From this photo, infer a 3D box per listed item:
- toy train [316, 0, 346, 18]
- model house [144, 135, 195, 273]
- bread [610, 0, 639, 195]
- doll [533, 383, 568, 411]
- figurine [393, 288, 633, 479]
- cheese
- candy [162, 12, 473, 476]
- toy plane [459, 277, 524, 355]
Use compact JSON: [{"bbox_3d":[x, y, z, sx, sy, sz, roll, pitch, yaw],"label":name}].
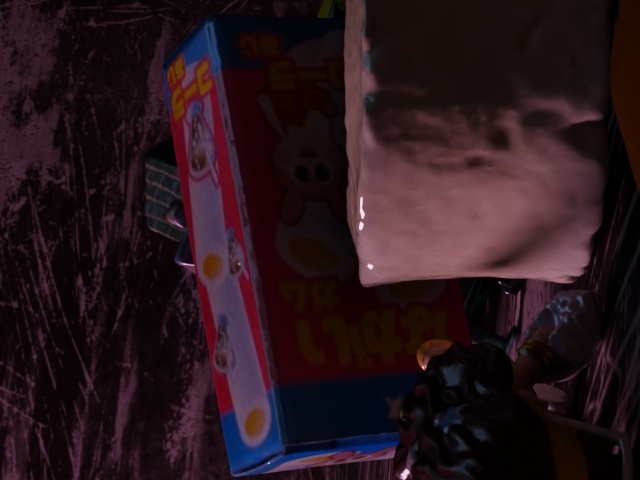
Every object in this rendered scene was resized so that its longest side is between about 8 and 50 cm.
[{"bbox_3d":[0.074,-0.196,1.588,0.188,0.159,0.271,-85,13,-49],"label":"toy train"},{"bbox_3d":[-0.048,-0.034,1.487,0.183,0.172,0.166,21,88,54],"label":"model house"},{"bbox_3d":[0.155,-0.038,0.606,0.361,0.077,0.138,-88,6,-61],"label":"bread"},{"bbox_3d":[0.132,0.132,1.159,0.058,0.040,0.085,-71,-9,-51],"label":"doll"},{"bbox_3d":[0.097,0.113,1.059,0.240,0.116,0.175,-96,13,-79],"label":"figurine"},{"bbox_3d":[0.089,-0.144,1.178,0.292,0.153,0.332,87,-176,-64],"label":"cheese"},{"bbox_3d":[-0.001,0.000,1.318,0.100,0.157,0.306,-35,63,57],"label":"candy"},{"bbox_3d":[0.099,0.033,1.510,0.381,0.106,0.155,-76,5,-71],"label":"toy plane"}]
